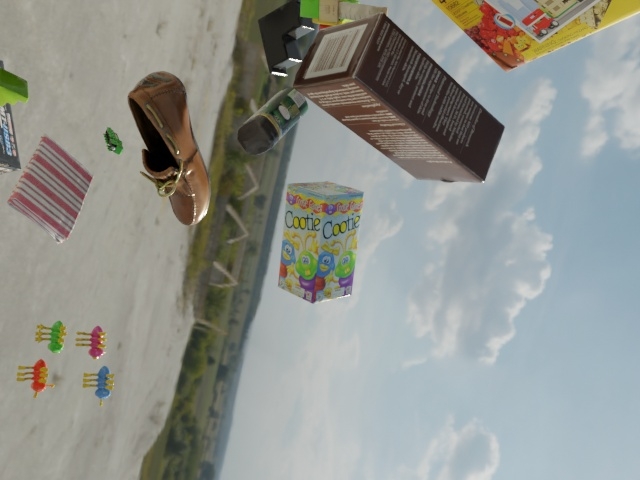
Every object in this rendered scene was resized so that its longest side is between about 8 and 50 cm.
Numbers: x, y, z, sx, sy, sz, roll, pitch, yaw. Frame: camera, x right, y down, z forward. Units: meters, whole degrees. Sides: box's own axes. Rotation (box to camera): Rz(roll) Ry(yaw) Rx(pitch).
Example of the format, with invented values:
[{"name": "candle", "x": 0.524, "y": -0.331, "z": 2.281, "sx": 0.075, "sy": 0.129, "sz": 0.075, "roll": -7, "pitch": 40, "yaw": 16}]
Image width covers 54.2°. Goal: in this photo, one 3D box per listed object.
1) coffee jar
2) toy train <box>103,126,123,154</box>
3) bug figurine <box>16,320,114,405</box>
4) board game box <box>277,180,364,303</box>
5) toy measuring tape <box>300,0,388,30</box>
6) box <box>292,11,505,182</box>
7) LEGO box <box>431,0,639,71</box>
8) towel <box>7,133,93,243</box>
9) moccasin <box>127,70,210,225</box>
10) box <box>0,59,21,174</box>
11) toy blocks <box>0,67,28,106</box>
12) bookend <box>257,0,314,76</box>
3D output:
[{"name": "coffee jar", "x": -0.108, "y": -0.269, "z": 1.413, "sx": 0.096, "sy": 0.079, "sz": 0.184, "roll": -20, "pitch": -156, "yaw": 43}, {"name": "toy train", "x": -0.319, "y": -0.153, "z": 0.965, "sx": 0.017, "sy": 0.023, "sz": 0.083, "roll": -55, "pitch": -146, "yaw": 12}, {"name": "bug figurine", "x": -0.685, "y": 0.337, "z": 1.734, "sx": 0.072, "sy": 0.278, "sz": 0.217, "roll": 47, "pitch": 49, "yaw": -80}, {"name": "board game box", "x": 0.000, "y": 0.000, "z": 1.593, "sx": 0.142, "sy": 0.144, "sz": 0.276, "roll": 21, "pitch": -69, "yaw": 43}, {"name": "toy measuring tape", "x": 0.071, "y": -0.518, "z": 1.414, "sx": 0.330, "sy": 0.121, "sz": 0.122, "roll": 30, "pitch": -69, "yaw": 48}, {"name": "box", "x": 0.159, "y": -0.255, "z": 1.201, "sx": 0.191, "sy": 0.381, "sz": 0.143, "roll": 11, "pitch": -107, "yaw": 53}, {"name": "LEGO box", "x": 0.378, "y": -0.529, "z": 1.002, "sx": 0.193, "sy": 0.372, "sz": 0.500, "roll": -58, "pitch": -163, "yaw": -15}, {"name": "towel", "x": -0.552, "y": -0.108, "z": 1.290, "sx": 0.144, "sy": 0.029, "sz": 0.197, "roll": 52, "pitch": 32, "yaw": -43}, {"name": "moccasin", "x": -0.338, "y": -0.179, "z": 1.391, "sx": 0.147, "sy": 0.139, "sz": 0.380, "roll": -45, "pitch": 152, "yaw": -33}, {"name": "box", "x": -0.831, "y": -0.319, "z": 1.464, "sx": 0.293, "sy": 0.073, "sz": 0.296, "roll": 19, "pitch": 61, "yaw": -87}, {"name": "toy blocks", "x": -0.620, "y": -0.208, "z": 0.984, "sx": 0.261, "sy": 0.190, "sz": 0.382, "roll": -39, "pitch": -129, "yaw": 23}, {"name": "bookend", "x": -0.078, "y": -0.552, "z": 1.701, "sx": 0.157, "sy": 0.072, "sz": 0.156, "roll": -16, "pitch": -94, "yaw": 38}]
